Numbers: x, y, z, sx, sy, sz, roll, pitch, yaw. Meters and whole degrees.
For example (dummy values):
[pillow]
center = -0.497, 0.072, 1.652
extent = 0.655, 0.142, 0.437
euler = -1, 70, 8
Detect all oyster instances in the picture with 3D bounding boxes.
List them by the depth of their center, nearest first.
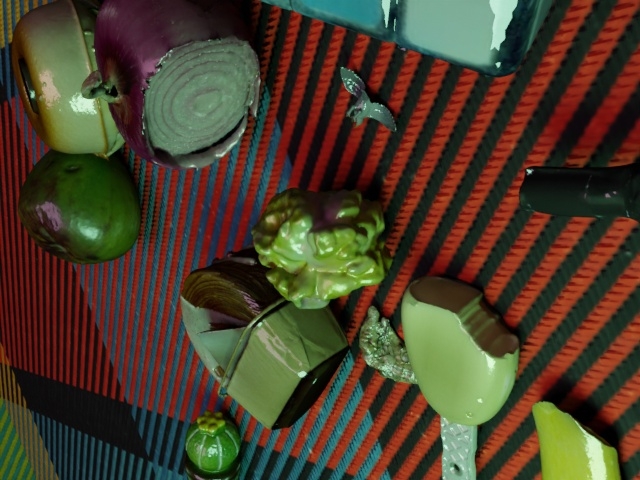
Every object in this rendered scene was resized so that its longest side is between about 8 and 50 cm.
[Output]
[oyster]
center = 0.076, 0.123, 0.836
extent = 0.083, 0.038, 0.080
euler = 28, 129, 39

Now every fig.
[fig]
center = -0.359, -0.057, 1.142
extent = 0.181, 0.181, 0.191
euler = 6, 89, 48

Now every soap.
[soap]
center = 0.243, 0.221, 0.702
extent = 0.089, 0.033, 0.168
euler = 10, 118, 44

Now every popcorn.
[popcorn]
center = 0.000, 0.000, 0.783
extent = 0.145, 0.126, 0.126
euler = -15, 109, 28

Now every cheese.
[cheese]
center = 0.143, 0.162, 0.772
extent = 0.127, 0.050, 0.255
euler = 18, 126, 41

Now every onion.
[onion]
center = -0.166, -0.193, 0.832
extent = 0.200, 0.200, 0.207
euler = 34, 166, 33

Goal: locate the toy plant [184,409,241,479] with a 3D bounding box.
[toy plant]
center = -0.174, 0.344, 1.220
extent = 0.093, 0.093, 0.162
euler = 32, 133, 34

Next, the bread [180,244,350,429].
[bread]
center = -0.079, 0.114, 0.930
extent = 0.212, 0.142, 0.224
euler = 46, 141, 16

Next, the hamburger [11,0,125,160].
[hamburger]
center = -0.327, -0.216, 1.020
extent = 0.237, 0.147, 0.237
euler = 38, 137, 47

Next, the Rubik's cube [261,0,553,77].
[Rubik's cube]
center = 0.021, -0.299, 0.330
extent = 0.292, 0.287, 0.293
euler = 21, 150, 18

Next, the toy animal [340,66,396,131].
[toy animal]
center = 0.040, -0.126, 0.735
extent = 0.084, 0.028, 0.050
euler = 53, 133, 14

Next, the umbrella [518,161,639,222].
[umbrella]
center = 0.271, -0.023, 0.463
extent = 0.340, 0.118, 0.118
euler = 8, 117, 48
